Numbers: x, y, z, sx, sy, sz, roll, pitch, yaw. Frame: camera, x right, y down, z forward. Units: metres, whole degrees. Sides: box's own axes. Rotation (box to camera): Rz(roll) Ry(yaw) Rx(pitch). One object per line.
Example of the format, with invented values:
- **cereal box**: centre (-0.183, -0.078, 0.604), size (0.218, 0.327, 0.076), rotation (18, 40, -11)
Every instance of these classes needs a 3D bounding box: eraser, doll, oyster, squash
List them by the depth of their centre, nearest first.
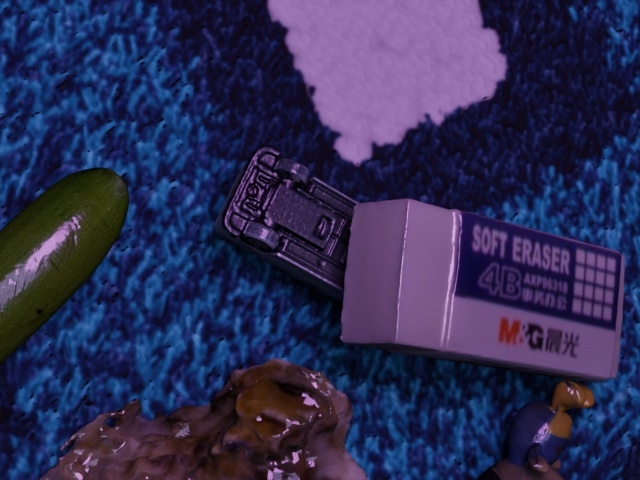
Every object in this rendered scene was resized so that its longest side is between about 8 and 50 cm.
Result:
- **oyster**: centre (-0.126, 0.245, 1.064), size (0.351, 0.115, 0.238), rotation (-14, 86, -16)
- **squash**: centre (-0.266, 0.048, 1.072), size (0.082, 0.082, 0.292), rotation (45, 75, -5)
- **eraser**: centre (0.150, 0.049, 1.128), size (0.279, 0.081, 0.124), rotation (12, 81, -37)
- **doll**: centre (0.196, 0.212, 1.164), size (0.089, 0.102, 0.179), rotation (34, 94, 23)

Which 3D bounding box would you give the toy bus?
- **toy bus**: centre (0.000, 0.000, 1.139), size (0.194, 0.089, 0.087), rotation (29, 73, -16)
